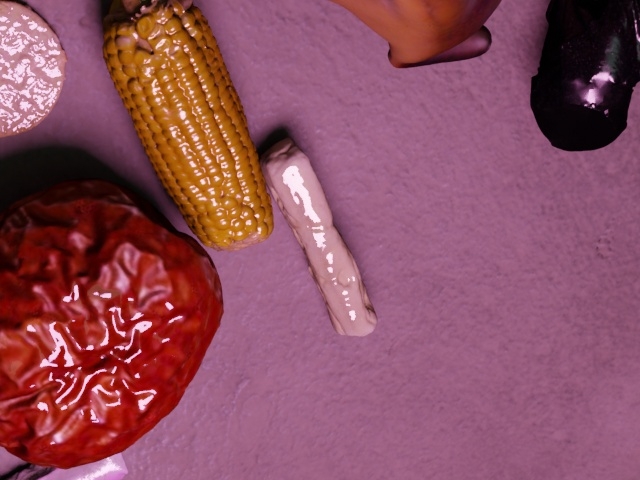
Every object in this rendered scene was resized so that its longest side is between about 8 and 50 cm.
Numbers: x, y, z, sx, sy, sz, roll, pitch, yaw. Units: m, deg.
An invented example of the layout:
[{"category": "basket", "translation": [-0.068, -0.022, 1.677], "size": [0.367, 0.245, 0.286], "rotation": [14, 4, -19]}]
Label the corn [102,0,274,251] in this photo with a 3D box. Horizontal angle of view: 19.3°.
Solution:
[{"category": "corn", "translation": [-0.110, -0.104, 1.572], "size": [0.097, 0.097, 0.261], "rotation": [-26, 118, -7]}]

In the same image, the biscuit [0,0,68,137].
[{"category": "biscuit", "translation": [-0.268, -0.141, 1.552], "size": [0.120, 0.015, 0.120], "rotation": [-5, 109, -15]}]

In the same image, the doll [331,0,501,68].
[{"category": "doll", "translation": [0.098, -0.308, 1.441], "size": [0.318, 0.209, 0.340], "rotation": [24, 96, -56]}]

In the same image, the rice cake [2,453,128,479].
[{"category": "rice cake", "translation": [-0.290, 0.253, 1.663], "size": [0.270, 0.049, 0.055], "rotation": [-32, 115, -5]}]

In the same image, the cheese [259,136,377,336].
[{"category": "cheese", "translation": [0.000, 0.000, 1.657], "size": [0.043, 0.065, 0.194], "rotation": [-29, 113, -13]}]

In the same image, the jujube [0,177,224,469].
[{"category": "jujube", "translation": [-0.203, 0.067, 1.550], "size": [0.213, 0.213, 0.232], "rotation": [38, 93, -24]}]

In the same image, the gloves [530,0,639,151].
[{"category": "gloves", "translation": [0.260, -0.192, 1.646], "size": [0.124, 0.164, 0.203], "rotation": [16, 72, 7]}]
